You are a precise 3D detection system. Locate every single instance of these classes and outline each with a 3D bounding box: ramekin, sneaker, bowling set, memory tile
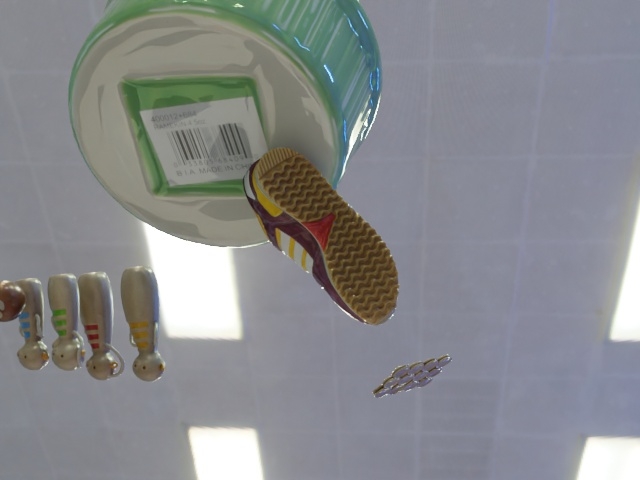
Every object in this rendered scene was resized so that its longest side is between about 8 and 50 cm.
[{"bbox_3d":[-0.097,-0.137,0.864,0.303,0.148,0.303,7,-51,8],"label":"ramekin"},{"bbox_3d":[0.000,0.000,0.797,0.185,0.069,0.084,54,-22,-2],"label":"sneaker"},{"bbox_3d":[-0.360,0.125,1.177,0.287,0.199,0.154,-8,-93,49],"label":"bowling set"},{"bbox_3d":[0.179,0.264,1.693,0.148,0.012,0.113,-6,-36,-36],"label":"memory tile"}]
